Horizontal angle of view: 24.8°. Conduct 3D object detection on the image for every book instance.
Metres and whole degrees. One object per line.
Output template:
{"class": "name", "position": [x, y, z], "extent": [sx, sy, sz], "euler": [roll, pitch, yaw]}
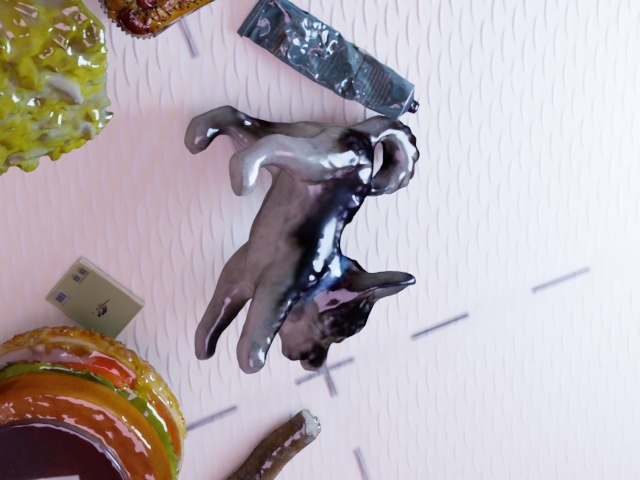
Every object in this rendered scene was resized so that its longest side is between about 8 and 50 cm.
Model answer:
{"class": "book", "position": [-0.302, 0.081, 1.957], "extent": [0.111, 0.014, 0.077], "euler": [38, 104, -19]}

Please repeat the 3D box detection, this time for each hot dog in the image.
{"class": "hot dog", "position": [-0.180, -0.324, 1.787], "extent": [0.191, 0.059, 0.108], "euler": [-33, 108, 8]}

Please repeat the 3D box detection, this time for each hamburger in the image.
{"class": "hamburger", "position": [-0.338, 0.283, 1.899], "extent": [0.330, 0.250, 0.330], "euler": [0, 108, -1]}

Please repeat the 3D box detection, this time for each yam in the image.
{"class": "yam", "position": [-0.092, 0.332, 2.066], "extent": [0.057, 0.057, 0.241], "euler": [41, 101, -20]}

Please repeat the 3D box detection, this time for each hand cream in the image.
{"class": "hand cream", "position": [0.019, -0.228, 1.849], "extent": [0.248, 0.052, 0.075], "euler": [30, 94, -13]}

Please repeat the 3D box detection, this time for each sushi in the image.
{"class": "sushi", "position": [-0.402, -0.259, 1.600], "extent": [0.240, 0.351, 0.396], "euler": [-28, 71, -14]}

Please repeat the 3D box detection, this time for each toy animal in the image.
{"class": "toy animal", "position": [0.000, 0.000, 1.859], "extent": [0.303, 0.194, 0.344], "euler": [-5, 100, -29]}
